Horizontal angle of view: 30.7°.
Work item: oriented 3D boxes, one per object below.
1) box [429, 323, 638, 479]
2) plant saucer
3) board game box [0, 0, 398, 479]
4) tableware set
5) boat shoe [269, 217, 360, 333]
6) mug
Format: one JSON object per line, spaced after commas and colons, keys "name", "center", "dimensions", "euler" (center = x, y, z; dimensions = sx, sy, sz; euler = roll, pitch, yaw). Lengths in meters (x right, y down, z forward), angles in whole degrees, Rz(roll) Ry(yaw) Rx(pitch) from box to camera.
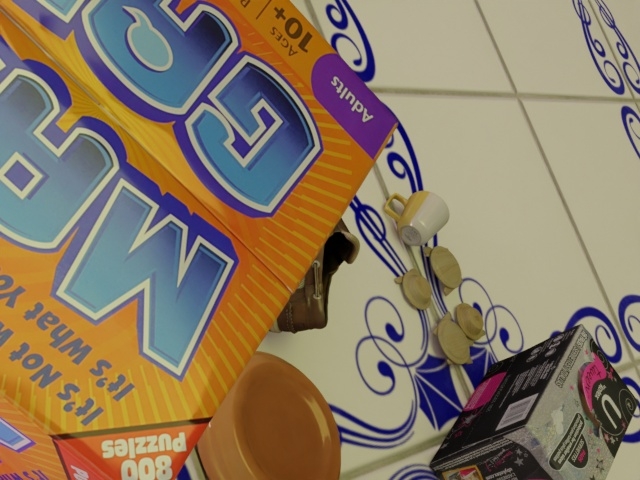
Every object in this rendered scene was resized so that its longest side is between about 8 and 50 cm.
{"name": "box", "center": [0.279, 0.245, 1.480], "dimensions": [0.142, 0.163, 0.247], "euler": [53, 37, -7]}
{"name": "plant saucer", "center": [-0.045, 0.208, 1.232], "dimensions": [0.200, 0.037, 0.199], "euler": [29, 46, -35]}
{"name": "board game box", "center": [-0.240, -0.045, 0.840], "dimensions": [0.356, 0.356, 0.356], "euler": [45, 55, -19]}
{"name": "tableware set", "center": [0.171, 0.088, 1.582], "dimensions": [0.141, 0.020, 0.168], "euler": [-25, 87, -54]}
{"name": "boat shoe", "center": [0.001, 0.005, 1.355], "dimensions": [0.095, 0.095, 0.257], "euler": [77, 23, -50]}
{"name": "mug", "center": [0.128, -0.026, 1.588], "dimensions": [0.064, 0.078, 0.062], "euler": [-52, 140, -42]}
